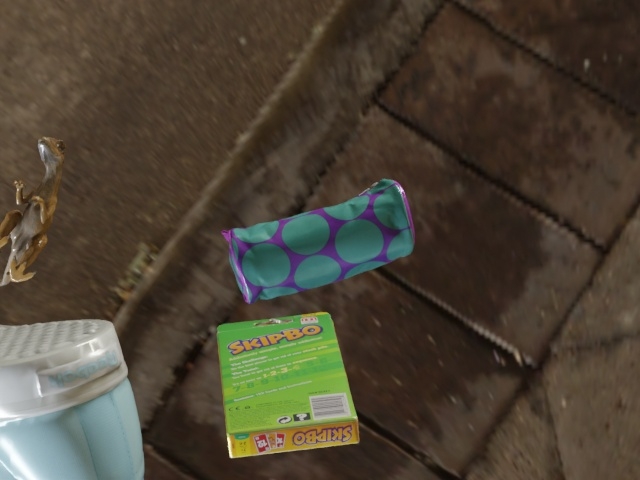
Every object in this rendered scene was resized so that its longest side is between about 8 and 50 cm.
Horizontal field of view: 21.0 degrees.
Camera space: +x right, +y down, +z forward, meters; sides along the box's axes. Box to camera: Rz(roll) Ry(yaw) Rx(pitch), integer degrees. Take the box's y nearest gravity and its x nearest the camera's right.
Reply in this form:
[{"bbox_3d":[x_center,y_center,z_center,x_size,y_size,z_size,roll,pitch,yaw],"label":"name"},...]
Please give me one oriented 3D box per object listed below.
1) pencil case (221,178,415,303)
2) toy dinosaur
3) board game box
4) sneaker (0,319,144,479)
[{"bbox_3d":[0.000,0.000,1.408,0.152,0.064,0.070,-17,61,-1],"label":"pencil case"},{"bbox_3d":[-0.285,0.000,1.674,0.064,0.112,0.211,30,120,0],"label":"toy dinosaur"},{"bbox_3d":[-0.037,0.139,1.734,0.124,0.259,0.039,-6,114,-3],"label":"board game box"},{"bbox_3d":[-0.237,0.139,1.155,0.135,0.366,0.150,-17,97,-32],"label":"sneaker"}]
